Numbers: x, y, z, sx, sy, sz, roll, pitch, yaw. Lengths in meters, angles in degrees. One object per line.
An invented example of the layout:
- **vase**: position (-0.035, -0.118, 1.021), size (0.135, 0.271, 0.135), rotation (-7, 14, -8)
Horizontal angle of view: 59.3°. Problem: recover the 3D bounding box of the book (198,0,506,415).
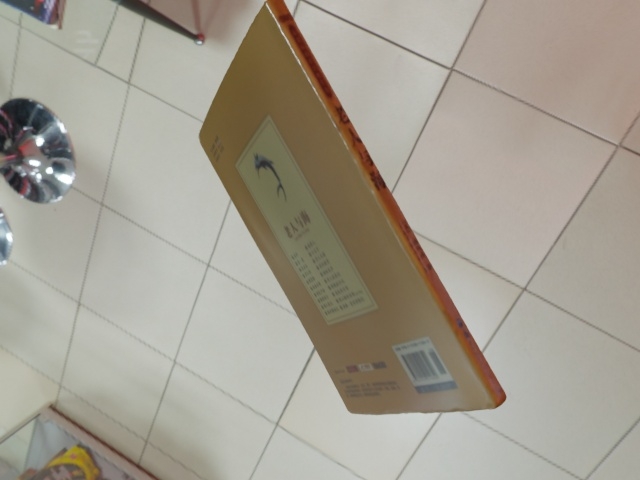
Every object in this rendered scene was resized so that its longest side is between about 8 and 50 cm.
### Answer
- **book**: position (0.000, 0.000, 0.570), size (0.389, 0.032, 0.269), rotation (62, 151, 2)
